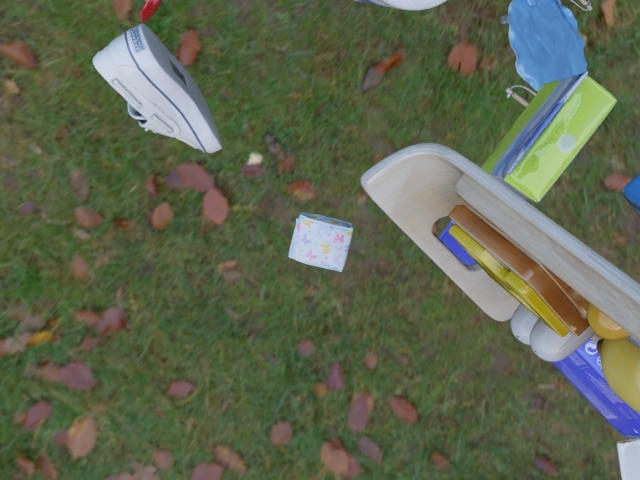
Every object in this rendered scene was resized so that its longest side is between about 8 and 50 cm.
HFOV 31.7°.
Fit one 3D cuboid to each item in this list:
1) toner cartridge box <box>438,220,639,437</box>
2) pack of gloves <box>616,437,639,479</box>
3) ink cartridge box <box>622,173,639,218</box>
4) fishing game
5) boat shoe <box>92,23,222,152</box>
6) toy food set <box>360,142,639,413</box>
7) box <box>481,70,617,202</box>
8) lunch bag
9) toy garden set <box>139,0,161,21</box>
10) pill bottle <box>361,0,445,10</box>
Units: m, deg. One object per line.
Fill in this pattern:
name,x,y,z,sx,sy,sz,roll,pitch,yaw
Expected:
toner cartridge box,0.295,0.090,1.376,0.075,0.165,0.348,-43,85,-6
pack of gloves,0.393,0.295,1.076,0.195,0.046,0.232,-7,100,0
ink cartridge box,0.450,-0.067,0.739,0.395,0.285,0.166,-43,119,3
fishing game,0.341,-0.302,1.735,0.189,0.264,0.041,30,153,-33
boat shoe,-0.214,-0.186,1.510,0.088,0.267,0.096,-24,66,8
toy food set,0.161,0.077,0.705,0.092,0.306,0.220,-47,134,1
box,0.193,-0.088,0.977,0.042,0.178,0.109,37,93,-3
lunch bag,0.000,0.000,1.650,0.083,0.053,0.071,12,101,-5
toy garden set,-0.142,-0.340,1.160,0.049,0.203,0.244,27,133,-13
pill bottle,0.067,-0.370,1.390,0.153,0.265,0.153,-7,109,-21
